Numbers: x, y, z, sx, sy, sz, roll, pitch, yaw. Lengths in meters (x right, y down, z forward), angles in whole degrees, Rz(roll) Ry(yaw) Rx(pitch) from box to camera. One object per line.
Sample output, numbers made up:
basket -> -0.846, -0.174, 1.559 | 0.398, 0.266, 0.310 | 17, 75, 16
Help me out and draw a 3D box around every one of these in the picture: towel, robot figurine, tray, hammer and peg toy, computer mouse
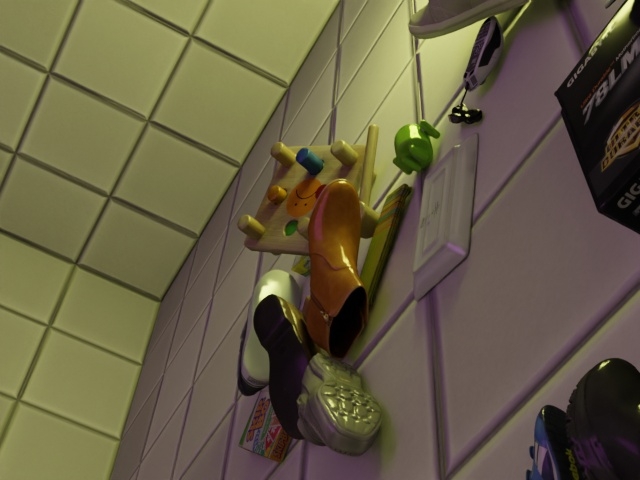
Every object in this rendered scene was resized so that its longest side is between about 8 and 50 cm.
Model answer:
towel -> 0.108, 0.015, 1.728 | 0.102, 0.021, 0.237 | 140, 151, -70
robot figurine -> 0.168, -0.169, 1.723 | 0.101, 0.067, 0.115 | -56, 16, 25
tray -> 0.192, -0.045, 1.508 | 0.145, 0.030, 0.270 | -51, 20, 46
hammer and peg toy -> 0.014, -0.088, 1.951 | 0.361, 0.127, 0.266 | 3, 64, 45
computer mouse -> 0.273, -0.284, 1.607 | 0.106, 0.042, 0.193 | -163, 93, -80

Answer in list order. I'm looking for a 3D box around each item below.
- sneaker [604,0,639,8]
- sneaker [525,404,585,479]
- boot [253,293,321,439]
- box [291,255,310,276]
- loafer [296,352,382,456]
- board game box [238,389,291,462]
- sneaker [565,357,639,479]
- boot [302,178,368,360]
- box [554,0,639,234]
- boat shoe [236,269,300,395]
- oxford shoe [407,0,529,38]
sneaker -> 0.328, -0.294, 1.023 | 0.153, 0.099, 0.282 | -42, 19, 43
sneaker -> 0.222, 0.221, 0.910 | 0.059, 0.053, 0.144 | -56, 16, 37
boot -> -0.031, 0.231, 1.725 | 0.112, 0.115, 0.305 | -42, 41, 24
box -> 0.000, 0.000, 2.082 | 0.179, 0.043, 0.105 | -43, 25, 58
loafer -> 0.021, 0.267, 1.449 | 0.319, 0.112, 0.112 | -116, 47, -81
board game box -> -0.100, 0.357, 1.856 | 0.124, 0.039, 0.259 | -67, 12, -14
sneaker -> 0.278, 0.188, 0.707 | 0.130, 0.109, 0.286 | -49, 29, 28
boot -> 0.042, 0.048, 1.662 | 0.211, 0.104, 0.295 | -148, 68, -71
box -> 0.383, -0.196, 1.013 | 0.295, 0.073, 0.293 | -55, 18, 30
boat shoe -> -0.120, 0.199, 2.061 | 0.102, 0.108, 0.301 | 125, 161, -47
oxford shoe -> 0.269, -0.443, 1.609 | 0.169, 0.130, 0.449 | -37, 11, -16
